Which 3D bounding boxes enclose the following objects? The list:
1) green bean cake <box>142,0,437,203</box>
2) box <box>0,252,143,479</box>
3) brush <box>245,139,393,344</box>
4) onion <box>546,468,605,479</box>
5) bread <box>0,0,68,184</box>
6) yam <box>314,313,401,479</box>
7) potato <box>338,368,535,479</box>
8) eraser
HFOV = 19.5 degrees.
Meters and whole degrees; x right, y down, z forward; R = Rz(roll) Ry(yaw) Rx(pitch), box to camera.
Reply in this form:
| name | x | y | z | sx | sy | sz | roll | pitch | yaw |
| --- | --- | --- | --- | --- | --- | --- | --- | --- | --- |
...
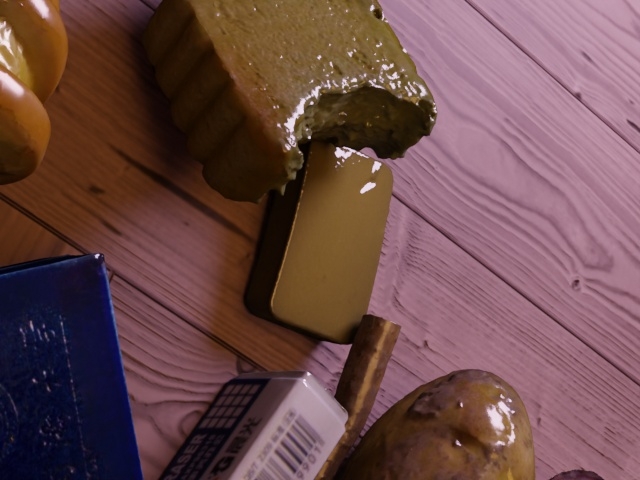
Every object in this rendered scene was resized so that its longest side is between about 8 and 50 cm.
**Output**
| name | x | y | z | sx | sy | sz | roll | pitch | yaw |
| --- | --- | --- | --- | --- | --- | --- | --- | --- | --- |
| green bean cake | -0.033 | -0.154 | 1.807 | 0.236 | 0.124 | 0.233 | -16 | 69 | -38 |
| box | -0.304 | 0.164 | 1.625 | 0.279 | 0.116 | 0.261 | -13 | 94 | -40 |
| brush | 0.000 | 0.000 | 1.908 | 0.123 | 0.059 | 0.197 | 24 | 73 | -38 |
| onion | 0.242 | 0.376 | 2.037 | 0.247 | 0.111 | 0.250 | 46 | 63 | -32 |
| bread | -0.344 | -0.184 | 1.554 | 0.315 | 0.211 | 0.270 | 31 | 68 | -36 |
| yam | 0.002 | 0.229 | 1.870 | 0.045 | 0.045 | 0.327 | 27 | 82 | -27 |
| potato | 0.117 | 0.255 | 1.888 | 0.229 | 0.229 | 0.266 | 27 | 68 | -34 |
| eraser | -0.096 | 0.251 | 1.772 | 0.081 | 0.124 | 0.279 | 49 | 59 | -24 |
